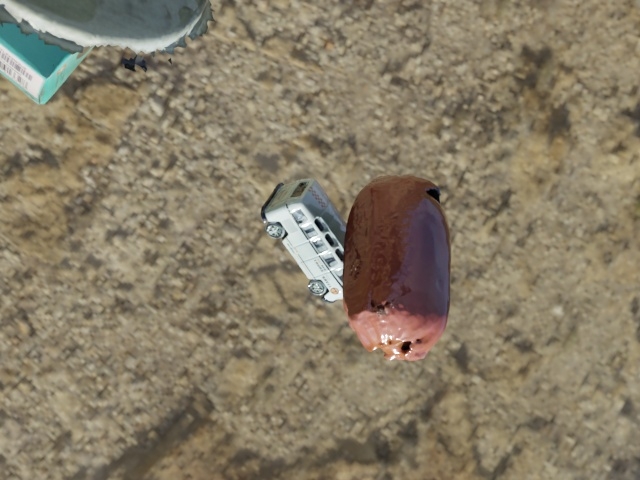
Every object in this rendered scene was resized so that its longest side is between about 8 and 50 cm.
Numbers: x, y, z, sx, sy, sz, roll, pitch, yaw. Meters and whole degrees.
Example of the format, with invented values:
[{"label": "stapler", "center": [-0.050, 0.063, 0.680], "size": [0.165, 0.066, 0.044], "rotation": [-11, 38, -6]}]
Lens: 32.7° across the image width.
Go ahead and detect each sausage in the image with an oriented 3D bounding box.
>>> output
[{"label": "sausage", "center": [0.107, 0.030, 1.505], "size": [0.152, 0.152, 0.280], "rotation": [55, 34, -50]}]

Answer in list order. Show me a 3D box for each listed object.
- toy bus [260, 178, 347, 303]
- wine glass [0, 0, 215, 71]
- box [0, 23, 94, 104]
[{"label": "toy bus", "center": [0.000, 0.000, 1.607], "size": [0.194, 0.089, 0.087], "rotation": [55, 38, -20]}, {"label": "wine glass", "center": [-0.035, -0.241, 0.444], "size": [0.190, 0.190, 0.357], "rotation": [-8, 158, -46]}, {"label": "box", "center": [-0.286, -0.333, 1.197], "size": [0.205, 0.118, 0.311], "rotation": [40, 74, -12]}]
